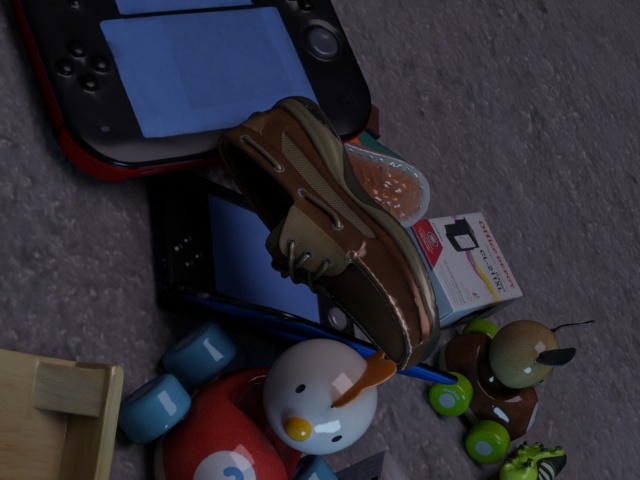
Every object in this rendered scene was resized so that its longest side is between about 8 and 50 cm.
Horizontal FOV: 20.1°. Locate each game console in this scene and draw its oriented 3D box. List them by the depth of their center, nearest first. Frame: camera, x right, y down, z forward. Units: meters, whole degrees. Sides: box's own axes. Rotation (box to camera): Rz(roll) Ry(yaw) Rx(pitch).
[{"bbox_3d":[-0.015,0.038,1.937,0.293,0.173,0.250,24,49,-43],"label":"game console"},{"bbox_3d":[-0.146,-0.237,1.972,0.386,0.060,0.342,-10,73,-35],"label":"game console"}]

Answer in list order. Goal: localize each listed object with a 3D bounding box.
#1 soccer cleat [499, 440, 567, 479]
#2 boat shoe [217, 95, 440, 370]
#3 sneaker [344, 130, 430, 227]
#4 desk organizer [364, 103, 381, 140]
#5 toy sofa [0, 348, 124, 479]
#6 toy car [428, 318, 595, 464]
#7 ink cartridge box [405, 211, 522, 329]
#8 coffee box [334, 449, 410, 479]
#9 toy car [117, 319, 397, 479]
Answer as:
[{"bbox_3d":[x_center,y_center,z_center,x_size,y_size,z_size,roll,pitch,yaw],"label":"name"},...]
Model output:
[{"bbox_3d":[0.257,0.292,2.217,0.179,0.060,0.072,-12,108,-65],"label":"soccer cleat"},{"bbox_3d":[0.000,0.000,1.835,0.120,0.122,0.324,-20,61,-26],"label":"boat shoe"},{"bbox_3d":[-0.017,-0.108,2.124,0.302,0.108,0.121,29,5,-20],"label":"sneaker"},{"bbox_3d":[0.016,-0.169,2.249,0.130,0.047,0.050,35,38,-33],"label":"desk organizer"},{"bbox_3d":[-0.352,0.147,1.466,0.362,0.177,0.150,16,78,-47],"label":"toy sofa"},{"bbox_3d":[0.250,0.155,2.181,0.149,0.188,0.155,52,34,-11],"label":"toy car"},{"bbox_3d":[0.159,0.038,2.253,0.175,0.072,0.127,-9,69,-54],"label":"ink cartridge box"},{"bbox_3d":[0.052,0.351,1.816,0.141,0.098,0.246,53,25,-21],"label":"coffee box"},{"bbox_3d":[-0.031,0.174,1.754,0.219,0.238,0.210,53,34,-9],"label":"toy car"}]
